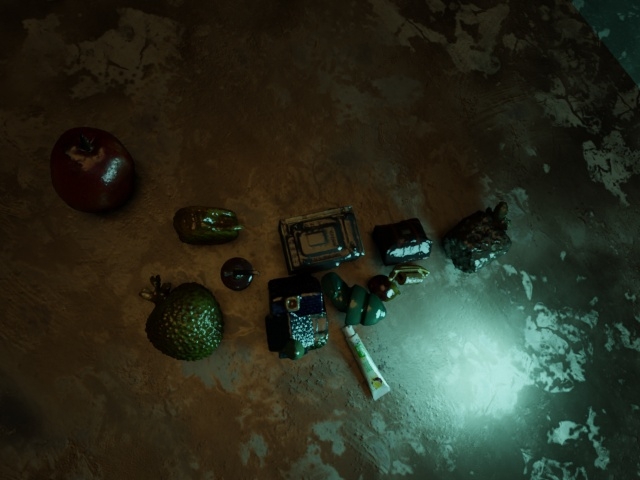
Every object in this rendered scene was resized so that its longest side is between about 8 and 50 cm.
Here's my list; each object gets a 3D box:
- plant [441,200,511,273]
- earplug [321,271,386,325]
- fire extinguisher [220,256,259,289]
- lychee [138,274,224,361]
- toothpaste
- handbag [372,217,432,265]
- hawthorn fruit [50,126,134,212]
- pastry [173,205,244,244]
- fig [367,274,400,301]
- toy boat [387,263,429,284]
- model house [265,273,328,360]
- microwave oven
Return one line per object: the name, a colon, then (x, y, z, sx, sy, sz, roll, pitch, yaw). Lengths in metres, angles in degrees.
plant: (0.683, -0.021, 1.677, 0.312, 0.215, 0.213, -32, 83, -15)
earplug: (0.127, 0.224, 1.531, 0.280, 0.257, 0.164, 18, 54, 1)
fire extinguisher: (-0.290, 0.123, 1.439, 0.135, 0.337, 0.114, -1, 83, -10)
lychee: (-0.488, 0.279, 1.429, 0.270, 0.270, 0.320, -33, 125, -12)
toothpaste: (0.173, 0.480, 1.599, 0.058, 0.056, 0.314, -29, 89, 28)
handbag: (0.331, 0.001, 1.644, 0.215, 0.155, 0.169, -10, 42, -12)
hawthorn fruit: (-0.813, -0.266, 1.425, 0.285, 0.369, 0.284, 9, 65, -21)
pastry: (-0.428, -0.065, 1.505, 0.240, 0.235, 0.132, -3, 77, -24)
fig: (0.270, 0.197, 1.638, 0.155, 0.103, 0.109, 11, 65, -34)
toy boat: (0.366, 0.142, 1.631, 0.226, 0.068, 0.088, 3, 36, -38)
model house: (-0.090, 0.280, 1.479, 0.243, 0.284, 0.298, -7, 82, -5)
microwave oven: (0.000, 0.000, 1.585, 0.295, 0.181, 0.237, -12, 81, -11)
